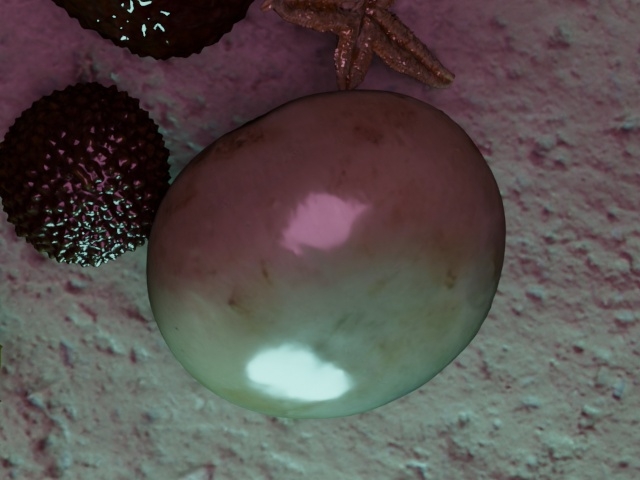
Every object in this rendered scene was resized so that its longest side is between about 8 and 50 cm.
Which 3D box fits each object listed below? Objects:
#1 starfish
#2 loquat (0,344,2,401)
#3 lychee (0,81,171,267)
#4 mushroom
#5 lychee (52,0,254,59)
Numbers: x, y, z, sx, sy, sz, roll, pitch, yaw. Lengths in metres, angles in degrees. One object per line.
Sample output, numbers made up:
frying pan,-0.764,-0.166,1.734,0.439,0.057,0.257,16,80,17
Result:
starfish,0.051,-0.249,1.621,0.295,0.048,0.231,18,71,-43
loquat,-0.407,0.118,1.564,0.208,0.208,0.208,-1,98,-10
lychee,-0.229,-0.061,1.586,0.188,0.188,0.188,-1,98,-10
mushroom,0.000,0.000,1.605,0.362,0.294,0.362,-13,135,-14
lychee,-0.159,-0.305,1.536,0.261,0.260,0.260,-1,98,-10
